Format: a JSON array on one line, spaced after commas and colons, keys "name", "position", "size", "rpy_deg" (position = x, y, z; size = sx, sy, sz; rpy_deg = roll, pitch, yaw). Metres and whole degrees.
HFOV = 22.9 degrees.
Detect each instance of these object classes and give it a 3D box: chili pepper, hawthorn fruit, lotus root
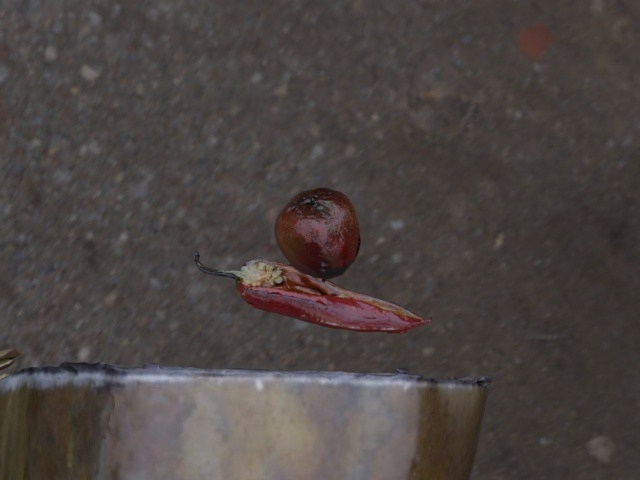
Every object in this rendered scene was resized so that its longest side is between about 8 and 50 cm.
[{"name": "chili pepper", "position": [-0.013, 0.063, 1.708], "size": [0.268, 0.050, 0.059], "rpy_deg": [15, 32, 1]}, {"name": "hawthorn fruit", "position": [0.000, -0.005, 1.307], "size": [0.077, 0.077, 0.077], "rpy_deg": [9, 67, -21]}, {"name": "lotus root", "position": [-0.047, 0.145, 0.810], "size": [0.272, 0.272, 0.192], "rpy_deg": [10, 78, -20]}]

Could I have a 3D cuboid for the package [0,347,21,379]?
[{"name": "package", "position": [-0.347, 0.186, 1.113], "size": [0.311, 0.221, 0.165], "rpy_deg": [-12, 82, 0]}]
